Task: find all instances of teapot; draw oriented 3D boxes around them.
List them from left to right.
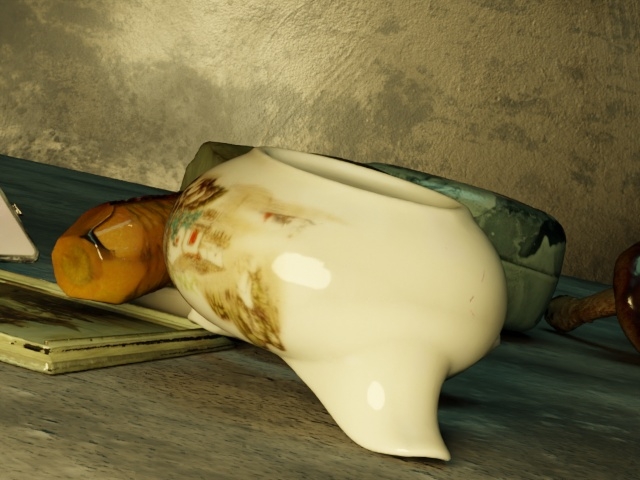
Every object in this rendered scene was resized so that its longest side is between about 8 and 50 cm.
[{"bbox_3d":[0.002,0.024,0.897,0.204,0.139,0.298,9,10,-26],"label":"teapot"}]

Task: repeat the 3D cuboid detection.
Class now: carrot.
[{"bbox_3d":[-0.091,-0.004,1.087,0.070,0.070,0.260,14,16,30],"label":"carrot"}]

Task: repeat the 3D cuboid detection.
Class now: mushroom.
[{"bbox_3d":[0.335,0.076,1.707,0.217,0.148,0.227,-19,-1,37],"label":"mushroom"}]

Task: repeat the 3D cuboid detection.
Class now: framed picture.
[{"bbox_3d":[-0.196,0.043,0.961,0.217,0.017,0.274,14,3,16],"label":"framed picture"}]

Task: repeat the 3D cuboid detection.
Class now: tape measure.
[{"bbox_3d":[0.133,0.013,1.630,0.256,0.147,0.275,16,0,22],"label":"tape measure"}]

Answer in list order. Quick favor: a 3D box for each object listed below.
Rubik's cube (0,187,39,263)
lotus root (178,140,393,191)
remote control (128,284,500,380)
[{"bbox_3d":[-0.342,-0.052,1.046,0.211,0.190,0.178,2,19,26],"label":"Rubik's cube"},{"bbox_3d":[0.015,0.004,1.348,0.260,0.149,0.267,11,7,-15],"label":"lotus root"},{"bbox_3d":[-0.028,0.057,1.097,0.313,0.055,0.109,10,14,33],"label":"remote control"}]
